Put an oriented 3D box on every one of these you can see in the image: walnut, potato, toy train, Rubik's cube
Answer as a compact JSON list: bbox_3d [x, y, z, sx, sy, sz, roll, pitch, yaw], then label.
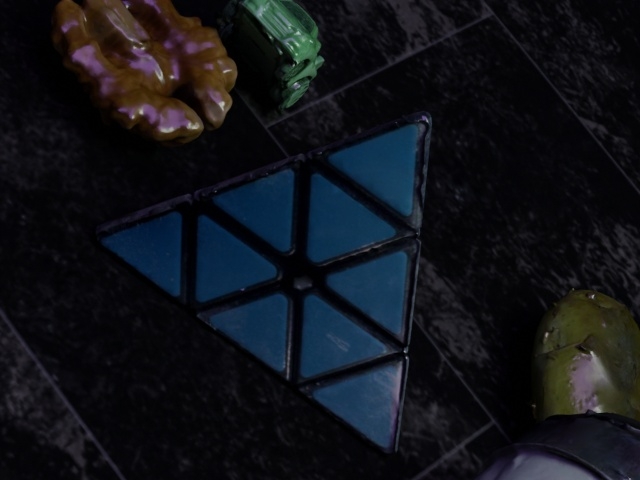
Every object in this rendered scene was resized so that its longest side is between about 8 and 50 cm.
[{"bbox_3d":[-0.154,-0.150,1.614,0.170,0.069,0.143,48,50,9],"label":"walnut"},{"bbox_3d":[0.232,0.147,1.624,0.117,0.090,0.225,19,59,-25],"label":"potato"},{"bbox_3d":[-0.038,-0.178,1.670,0.081,0.149,0.099,-42,84,-14],"label":"toy train"},{"bbox_3d":[0.000,-0.002,1.554,0.229,0.228,0.233,33,-7,43],"label":"Rubik's cube"}]

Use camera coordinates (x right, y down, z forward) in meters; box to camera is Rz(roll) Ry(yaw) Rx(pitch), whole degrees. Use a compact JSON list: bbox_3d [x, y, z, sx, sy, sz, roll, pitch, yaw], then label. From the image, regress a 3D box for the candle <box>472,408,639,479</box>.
[{"bbox_3d":[0.143,0.289,1.395,0.342,0.221,0.221,-34,80,-32],"label":"candle"}]
